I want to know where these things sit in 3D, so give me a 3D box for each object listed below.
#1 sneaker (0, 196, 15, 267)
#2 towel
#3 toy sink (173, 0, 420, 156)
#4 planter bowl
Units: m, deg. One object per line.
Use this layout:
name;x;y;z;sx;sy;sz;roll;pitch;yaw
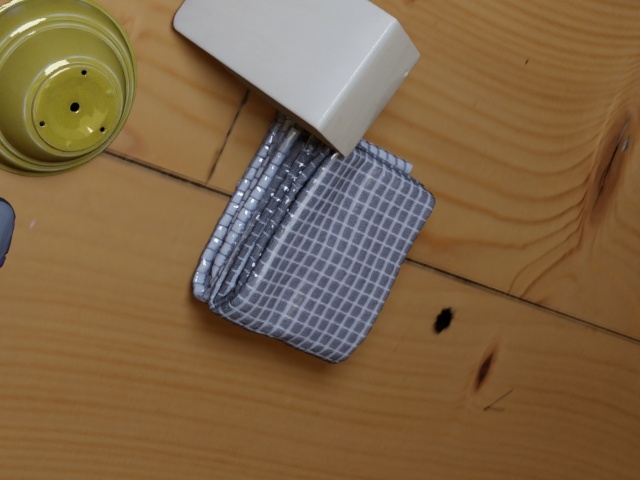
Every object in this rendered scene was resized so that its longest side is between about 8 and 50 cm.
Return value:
sneaker;-0.400;0.059;1.558;0.083;0.098;0.224;30;94;-39
towel;0.000;0.000;1.776;0.235;0.121;0.284;25;97;-39
toy sink;-0.027;-0.231;1.623;0.153;0.234;0.131;-54;158;0
planter bowl;-0.284;-0.158;1.534;0.217;0.090;0.217;-14;119;-28
